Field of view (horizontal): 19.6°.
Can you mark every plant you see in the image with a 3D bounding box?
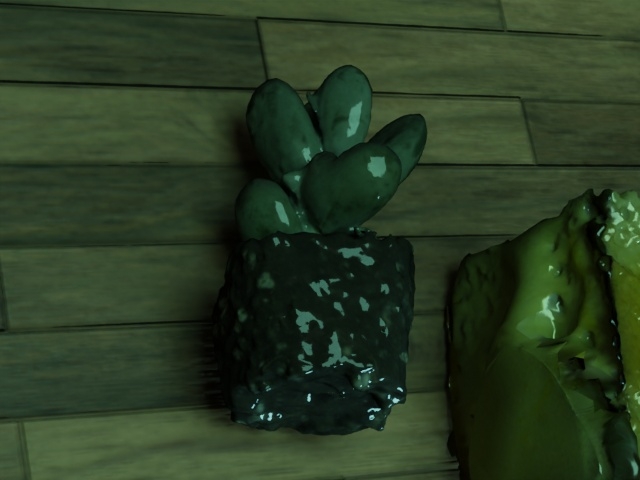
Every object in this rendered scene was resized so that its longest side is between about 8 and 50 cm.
[{"bbox_3d":[-0.002,0.001,1.356,0.146,0.149,0.274,19,59,-25],"label":"plant"}]

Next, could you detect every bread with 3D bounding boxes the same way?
[{"bbox_3d":[0.195,0.109,1.410,0.163,0.204,0.262,25,56,-35],"label":"bread"}]
